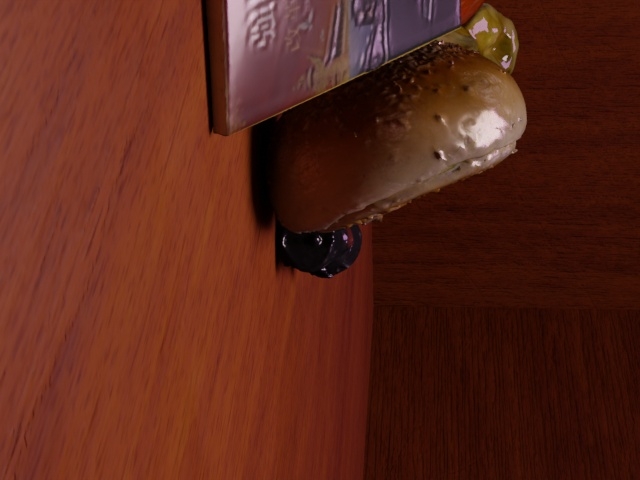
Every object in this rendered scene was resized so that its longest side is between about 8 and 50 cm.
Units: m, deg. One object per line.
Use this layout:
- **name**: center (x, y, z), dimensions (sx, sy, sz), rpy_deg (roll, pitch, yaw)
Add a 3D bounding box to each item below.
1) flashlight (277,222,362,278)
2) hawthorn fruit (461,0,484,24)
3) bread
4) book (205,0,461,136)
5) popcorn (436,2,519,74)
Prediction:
- **flashlight**: center (0.000, 0.000, 1.664), dimensions (0.232, 0.093, 0.093), rpy_deg (6, 85, -85)
- **hawthorn fruit**: center (0.081, -0.331, 1.460), dimensions (0.284, 0.284, 0.284), rpy_deg (1, 90, -85)
- **bread**: center (0.070, -0.110, 1.448), dimensions (0.159, 0.305, 0.305), rpy_deg (64, 5, 0)
- **book**: center (0.024, -0.265, 1.181), dimensions (0.374, 0.028, 0.263), rpy_deg (-32, 129, -48)
- **popcorn**: center (0.123, -0.195, 1.956), dimensions (0.334, 0.292, 0.294), rpy_deg (-77, 172, -50)
